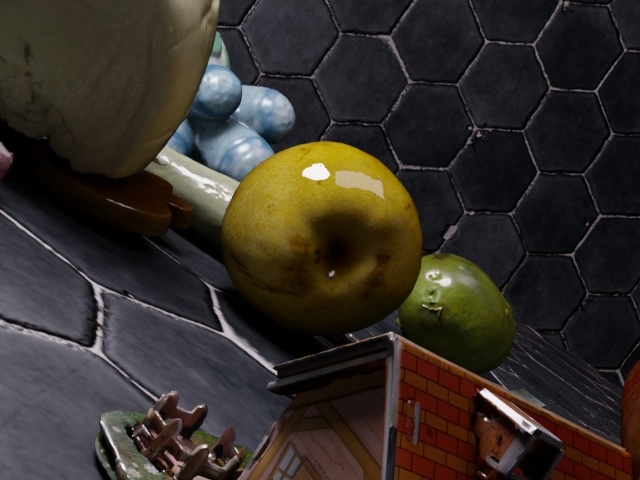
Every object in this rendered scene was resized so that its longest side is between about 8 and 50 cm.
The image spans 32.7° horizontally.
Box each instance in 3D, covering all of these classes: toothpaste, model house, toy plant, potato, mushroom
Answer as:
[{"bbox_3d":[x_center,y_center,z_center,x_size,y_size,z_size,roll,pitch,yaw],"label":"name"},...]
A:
[{"bbox_3d":[0.284,0.236,1.548,0.046,0.034,0.164,36,6,19],"label":"toothpaste"},{"bbox_3d":[0.050,0.130,0.586,0.294,0.154,0.207,29,9,-34],"label":"model house"},{"bbox_3d":[-0.177,-0.175,1.580,0.247,0.247,0.332,26,17,-52],"label":"toy plant"},{"bbox_3d":[0.194,0.110,1.566,0.253,0.148,0.186,40,15,-55],"label":"potato"},{"bbox_3d":[-0.146,-0.050,1.286,0.333,0.087,0.107,31,-9,7],"label":"mushroom"}]

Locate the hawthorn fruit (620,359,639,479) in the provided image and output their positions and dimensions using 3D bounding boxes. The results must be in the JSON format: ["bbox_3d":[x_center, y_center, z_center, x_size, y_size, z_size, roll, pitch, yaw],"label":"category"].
[{"bbox_3d":[0.580,0.300,1.564,0.308,0.325,0.308,-10,3,1],"label":"hawthorn fruit"}]

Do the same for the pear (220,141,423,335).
[{"bbox_3d":[0.000,0.000,1.124,0.209,0.209,0.209,34,6,-4],"label":"pear"}]

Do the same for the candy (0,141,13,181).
[{"bbox_3d":[-0.300,-0.079,0.880,0.103,0.043,0.103,33,6,-4],"label":"candy"}]

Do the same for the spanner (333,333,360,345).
[{"bbox_3d":[0.066,0.141,1.199,0.325,0.026,0.093,41,8,39],"label":"spanner"}]

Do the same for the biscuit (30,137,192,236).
[{"bbox_3d":[-0.216,-0.052,1.117,0.180,0.039,0.236,27,7,-7],"label":"biscuit"}]

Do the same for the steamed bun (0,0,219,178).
[{"bbox_3d":[-0.204,-0.219,1.076,0.272,0.273,0.290,39,37,-28],"label":"steamed bun"}]

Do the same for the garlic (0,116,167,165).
[{"bbox_3d":[-0.295,-0.162,1.186,0.266,0.148,0.128,11,-26,-25],"label":"garlic"}]
